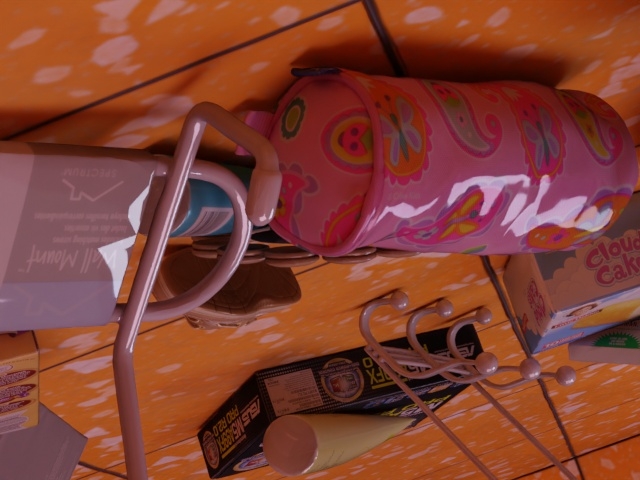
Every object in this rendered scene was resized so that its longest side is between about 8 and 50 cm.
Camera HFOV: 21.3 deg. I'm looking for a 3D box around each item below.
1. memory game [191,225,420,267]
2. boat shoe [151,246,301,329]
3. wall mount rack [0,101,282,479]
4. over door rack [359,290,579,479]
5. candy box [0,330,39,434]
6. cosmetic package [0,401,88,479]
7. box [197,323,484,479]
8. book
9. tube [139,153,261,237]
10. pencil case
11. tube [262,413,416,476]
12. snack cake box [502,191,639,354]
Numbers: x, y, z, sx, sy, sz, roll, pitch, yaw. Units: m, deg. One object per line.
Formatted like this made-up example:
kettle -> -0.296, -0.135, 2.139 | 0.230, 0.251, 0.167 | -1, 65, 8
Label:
memory game -> 0.000, 0.000, 1.199 | 0.186, 0.012, 0.186 | -2, -172, 0
boat shoe -> -0.081, 0.044, 1.314 | 0.059, 0.063, 0.170 | -34, 160, 26
wall mount rack -> -0.166, 0.068, 0.942 | 0.350, 0.130, 0.304 | 0, 117, -39
over door rack -> 0.195, 0.186, 1.653 | 0.108, 0.324, 0.239 | -41, 157, 18
candy box -> -0.219, 0.055, 1.109 | 0.053, 0.109, 0.187 | -15, 164, -13
cosmetic package -> -0.272, 0.153, 1.304 | 0.127, 0.107, 0.238 | 22, 170, 11
box -> 0.023, 0.178, 1.879 | 0.270, 0.060, 0.216 | -11, 161, -27
book -> 0.309, 0.073, 1.710 | 0.096, 0.035, 0.144 | 2, -145, 20
tube -> -0.055, -0.026, 1.147 | 0.080, 0.052, 0.207 | -12, 174, 27
pencil case -> 0.083, -0.050, 1.108 | 0.284, 0.124, 0.124 | -1, 156, -45
tube -> 0.020, 0.207, 1.767 | 0.070, 0.062, 0.240 | 18, -176, 23
snack cake box -> 0.316, 0.012, 1.615 | 0.264, 0.089, 0.152 | -18, 165, -7
